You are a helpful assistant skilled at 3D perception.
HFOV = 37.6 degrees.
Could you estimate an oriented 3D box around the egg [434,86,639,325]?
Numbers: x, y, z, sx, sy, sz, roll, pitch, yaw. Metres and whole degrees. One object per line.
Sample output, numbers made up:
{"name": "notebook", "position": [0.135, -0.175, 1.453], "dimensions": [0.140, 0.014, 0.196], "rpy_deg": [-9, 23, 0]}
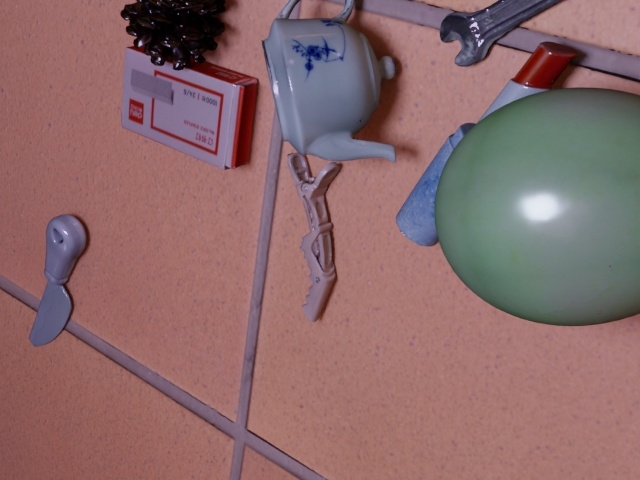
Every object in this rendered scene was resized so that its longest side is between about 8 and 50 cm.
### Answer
{"name": "egg", "position": [0.236, -0.032, 0.869], "dimensions": [0.270, 0.220, 0.220], "rpy_deg": [-10, 96, 35]}

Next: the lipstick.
{"name": "lipstick", "position": [0.175, -0.104, 1.005], "dimensions": [0.068, 0.061, 0.274], "rpy_deg": [51, 129, 20]}

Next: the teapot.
{"name": "teapot", "position": [0.014, -0.189, 1.078], "dimensions": [0.159, 0.159, 0.232], "rpy_deg": [-20, 80, 42]}

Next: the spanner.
{"name": "spanner", "position": [0.241, -0.257, 0.935], "dimensions": [0.302, 0.017, 0.071], "rpy_deg": [-27, 85, 41]}

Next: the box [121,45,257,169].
{"name": "box", "position": [-0.181, -0.186, 1.291], "dimensions": [0.229, 0.050, 0.123], "rpy_deg": [25, 118, 33]}

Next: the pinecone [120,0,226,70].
{"name": "pinecone", "position": [-0.190, -0.284, 1.214], "dimensions": [0.140, 0.140, 0.120], "rpy_deg": [36, 138, 27]}

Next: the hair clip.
{"name": "hair clip", "position": [0.000, 0.000, 1.204], "dimensions": [0.072, 0.034, 0.226], "rpy_deg": [6, 107, 38]}

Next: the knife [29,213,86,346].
{"name": "knife", "position": [-0.454, 0.089, 1.618], "dimensions": [0.080, 0.044, 0.331], "rpy_deg": [38, 131, 17]}
